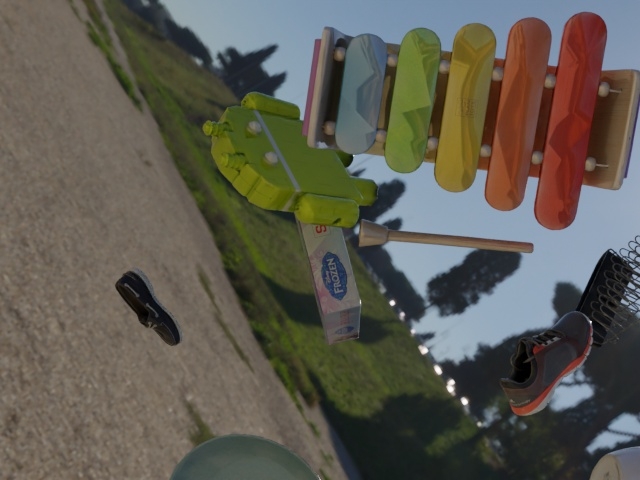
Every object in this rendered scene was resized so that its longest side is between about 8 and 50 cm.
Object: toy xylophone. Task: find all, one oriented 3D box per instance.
[{"bbox_3d":[0.143,-0.099,0.791,0.081,0.322,0.236,-77,167,-82],"label":"toy xylophone"}]

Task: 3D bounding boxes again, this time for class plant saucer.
[{"bbox_3d":[-0.071,0.295,0.855,0.195,0.195,0.037,58,16,4],"label":"plant saucer"}]

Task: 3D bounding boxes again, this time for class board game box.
[{"bbox_3d":[0.000,0.000,1.395,0.319,0.065,0.318,83,-7,-73],"label":"board game box"}]

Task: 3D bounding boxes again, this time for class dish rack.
[{"bbox_3d":[0.545,0.068,1.397,0.074,0.208,0.271,31,-27,4],"label":"dish rack"}]

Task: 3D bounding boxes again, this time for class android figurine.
[{"bbox_3d":[-0.043,-0.114,1.137,0.272,0.056,0.248,8,43,-41],"label":"android figurine"}]

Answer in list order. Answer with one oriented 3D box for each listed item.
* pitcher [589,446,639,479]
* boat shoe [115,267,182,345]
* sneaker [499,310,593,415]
[{"bbox_3d":[0.383,0.305,0.846,0.178,0.207,0.126,108,-1,-49],"label":"pitcher"},{"bbox_3d":[-0.233,0.097,1.090,0.046,0.038,0.125,-11,-65,41],"label":"boat shoe"},{"bbox_3d":[0.271,0.134,0.965,0.065,0.158,0.061,51,-28,-18],"label":"sneaker"}]
